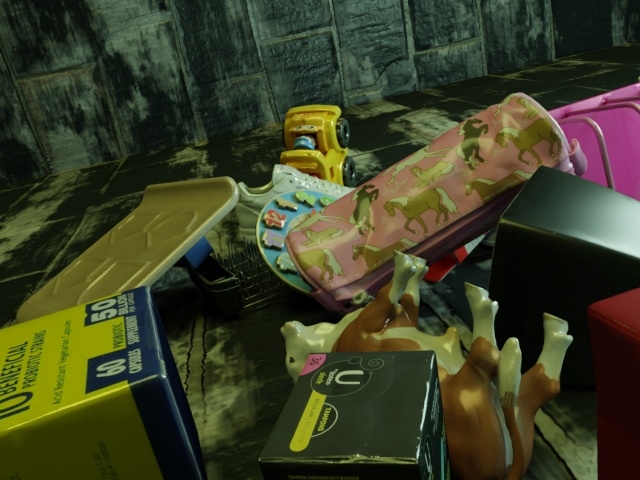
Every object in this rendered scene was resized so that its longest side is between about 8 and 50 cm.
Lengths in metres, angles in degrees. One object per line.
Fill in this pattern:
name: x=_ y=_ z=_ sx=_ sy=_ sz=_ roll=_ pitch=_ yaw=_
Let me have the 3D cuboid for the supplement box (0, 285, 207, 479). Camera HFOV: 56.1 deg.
supplement box: x=-0.282 y=0.203 z=0.488 sx=0.357 sy=0.195 sz=0.194 roll=-18 pitch=21 yaw=-15

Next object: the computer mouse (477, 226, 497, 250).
computer mouse: x=0.260 y=-0.022 z=0.998 sx=0.106 sy=0.042 sz=0.193 roll=-38 pitch=29 yaw=-6

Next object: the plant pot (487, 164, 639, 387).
plant pot: x=0.283 y=0.045 z=0.636 sx=0.167 sy=0.188 sz=0.187 roll=13 pitch=30 yaw=27

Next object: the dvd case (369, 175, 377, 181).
dvd case: x=0.266 y=-0.163 z=1.414 sx=0.253 sy=0.022 sz=0.180 roll=-23 pitch=23 yaw=-26

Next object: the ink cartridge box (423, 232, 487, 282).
ink cartridge box: x=0.201 y=-0.046 z=0.959 sx=0.231 sy=0.078 sz=0.134 roll=-43 pitch=31 yaw=-20

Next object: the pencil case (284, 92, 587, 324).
pencil case: x=0.147 y=-0.040 z=0.796 sx=0.386 sy=0.167 sz=0.160 roll=-33 pitch=-17 yaw=1

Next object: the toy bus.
toy bus: x=-0.026 y=-0.161 z=1.304 sx=0.150 sy=0.220 sz=0.211 roll=2 pitch=30 yaw=21

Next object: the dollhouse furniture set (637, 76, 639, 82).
dollhouse furniture set: x=0.820 y=-0.227 z=1.253 sx=0.303 sy=0.173 sz=0.355 roll=-4 pitch=47 yaw=-16

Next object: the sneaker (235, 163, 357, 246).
sneaker: x=-0.019 y=-0.082 z=1.170 sx=0.305 sy=0.152 sz=0.114 roll=-12 pitch=18 yaw=-4

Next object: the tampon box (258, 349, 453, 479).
tampon box: x=0.037 y=0.177 z=0.427 sx=0.102 sy=0.161 sz=0.120 roll=-5 pitch=21 yaw=17

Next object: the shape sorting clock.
shape sorting clock: x=0.000 y=0.000 z=0.934 sx=0.206 sy=0.040 sz=0.206 roll=9 pitch=51 yaw=-12

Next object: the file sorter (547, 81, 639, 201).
file sorter: x=0.469 y=-0.116 z=0.848 sx=0.291 sy=0.202 sz=0.182 roll=-18 pitch=10 yaw=-10

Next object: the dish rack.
dish rack: x=-0.082 y=0.031 z=1.014 sx=0.272 sy=0.074 sz=0.208 roll=-20 pitch=22 yaw=-22

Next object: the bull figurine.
bull figurine: x=0.085 y=0.115 z=0.591 sx=0.101 sy=0.188 sz=0.310 roll=19 pitch=5 yaw=-42

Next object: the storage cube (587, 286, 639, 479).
storage cube: x=0.309 y=0.127 z=0.376 sx=0.215 sy=0.183 sz=0.193 roll=-16 pitch=20 yaw=-11

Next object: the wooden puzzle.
wooden puzzle: x=-0.310 y=0.043 z=0.986 sx=0.322 sy=0.080 sz=0.347 roll=1 pitch=46 yaw=49
